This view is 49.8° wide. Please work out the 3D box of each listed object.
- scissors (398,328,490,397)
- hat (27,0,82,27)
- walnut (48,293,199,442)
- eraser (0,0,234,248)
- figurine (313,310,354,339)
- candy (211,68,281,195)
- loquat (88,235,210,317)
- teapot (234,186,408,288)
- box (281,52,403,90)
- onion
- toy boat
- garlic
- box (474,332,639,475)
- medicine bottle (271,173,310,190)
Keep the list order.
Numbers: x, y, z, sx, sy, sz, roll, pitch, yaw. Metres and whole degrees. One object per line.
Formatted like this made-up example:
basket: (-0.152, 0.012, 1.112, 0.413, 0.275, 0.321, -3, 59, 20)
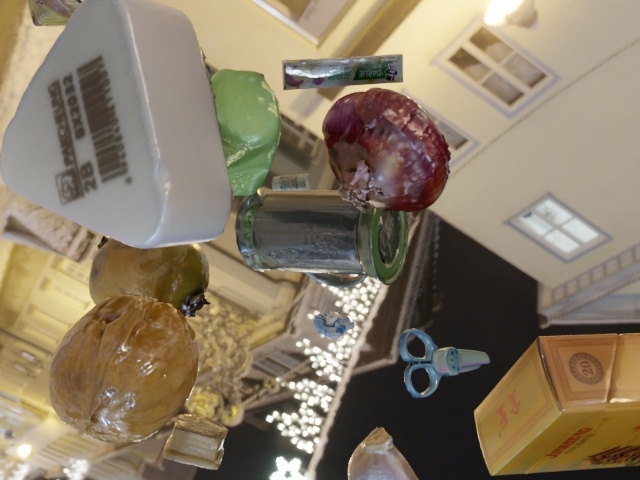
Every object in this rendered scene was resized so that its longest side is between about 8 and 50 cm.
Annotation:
scissors: (0.244, 0.233, 1.321, 0.030, 0.256, 0.125, -22, -111, 45)
hat: (-0.476, -0.410, 1.211, 0.082, 0.193, 0.193, -53, -163, -1)
walnut: (-0.276, 0.181, 0.980, 0.195, 0.195, 0.221, -49, -173, 30)
eraser: (-0.251, -0.120, 0.920, 0.331, 0.331, 0.150, -52, 162, 23)
figurine: (0.027, 0.224, 1.888, 0.114, 0.114, 0.079, -86, 180, -56)
candy: (-0.139, -0.174, 1.157, 0.343, 0.132, 0.142, 137, -36, -77)
loquat: (-0.339, 0.080, 1.397, 0.244, 0.244, 0.243, -51, -161, 25)
teapot: (0.000, 0.000, 1.431, 0.337, 0.270, 0.200, 3, -131, 27)
box: (0.038, -0.284, 1.159, 0.041, 0.207, 0.049, -116, -158, -67)
onion: (0.088, -0.127, 1.109, 0.163, 0.230, 0.230, -42, -170, -24)
toy boat: (-0.244, 0.394, 1.376, 0.188, 0.116, 0.061, 154, -49, -83)
garlic: (0.147, 0.478, 1.295, 0.128, 0.266, 0.148, -42, -172, -5)
box: (0.312, 0.159, 0.672, 0.174, 0.274, 0.076, 103, -17, -52)
medicine bottle: (-0.068, -0.131, 1.617, 0.083, 0.047, 0.047, -3, -137, 15)
